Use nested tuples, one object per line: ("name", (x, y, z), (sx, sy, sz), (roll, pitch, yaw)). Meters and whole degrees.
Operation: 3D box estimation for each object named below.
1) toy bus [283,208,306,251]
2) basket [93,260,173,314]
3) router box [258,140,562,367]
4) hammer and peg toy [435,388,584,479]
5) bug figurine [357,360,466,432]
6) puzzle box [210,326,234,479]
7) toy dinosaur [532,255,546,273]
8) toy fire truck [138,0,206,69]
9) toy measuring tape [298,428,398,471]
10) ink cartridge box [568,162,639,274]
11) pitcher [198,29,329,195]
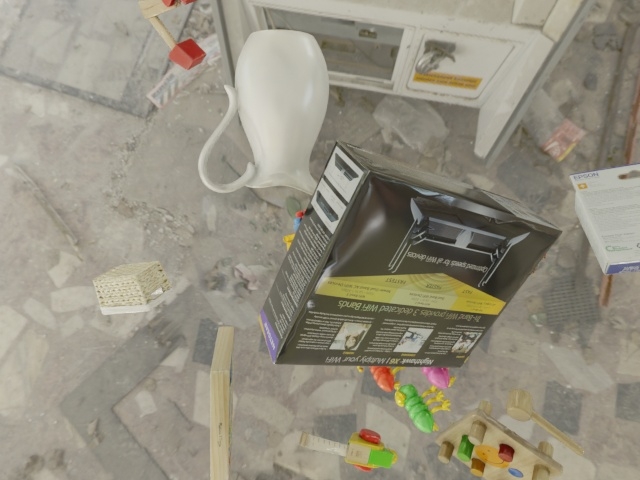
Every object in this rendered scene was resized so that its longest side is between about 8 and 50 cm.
("toy bus", (0.000, 0.000, 1.277), (0.220, 0.149, 0.212), (-13, 92, 22))
("basket", (-0.502, 0.124, 1.112), (0.167, 0.113, 0.103), (-8, 108, 21))
("router box", (0.111, 0.042, 0.512), (0.308, 0.081, 0.243), (12, 117, -30))
("hammer and peg toy", (0.503, 0.567, 1.127), (0.265, 0.361, 0.127), (34, 48, 11))
("bug figurine", (0.149, 0.205, 0.732), (0.072, 0.279, 0.216), (-10, 37, -23))
("puzzle box", (-0.288, 0.497, 1.230), (0.052, 0.272, 0.410), (1, 104, -10))
("toy dinosaur", (0.318, 0.020, 0.764), (0.218, 0.322, 0.164), (-31, 39, 14))
("toy fire truck", (-0.262, -0.403, 0.696), (0.192, 0.135, 0.047), (42, 43, -11))
("toy measuring tape", (0.085, 0.635, 1.291), (0.329, 0.121, 0.122), (18, 81, -11))
("ink cartridge box", (0.881, -0.072, 1.106), (0.323, 0.071, 0.330), (-8, 47, 16))
("pitcher", (-0.076, -0.166, 0.561), (0.177, 0.125, 0.207), (-5, 107, -25))
